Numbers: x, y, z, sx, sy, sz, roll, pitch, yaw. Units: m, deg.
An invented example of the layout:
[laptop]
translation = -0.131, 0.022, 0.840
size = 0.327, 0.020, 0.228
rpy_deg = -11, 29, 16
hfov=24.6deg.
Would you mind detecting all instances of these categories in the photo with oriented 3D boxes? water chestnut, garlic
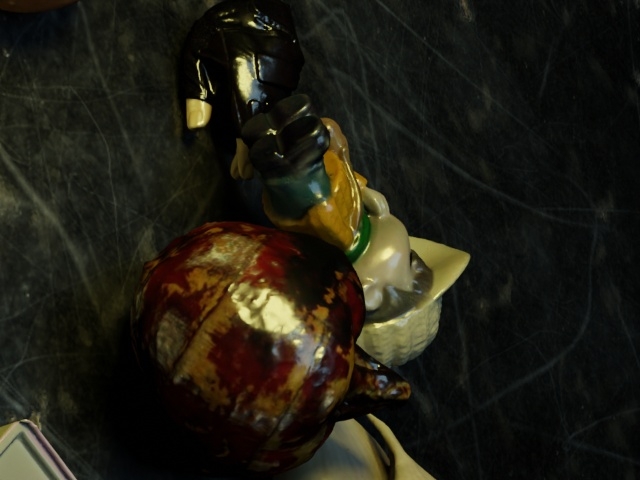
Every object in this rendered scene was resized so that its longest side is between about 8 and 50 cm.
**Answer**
[water chestnut]
translation = -0.059, 0.104, 1.452
size = 0.244, 0.289, 0.289
rpy_deg = -22, 94, -11
[garlic]
translation = 0.080, 0.306, 1.565
size = 0.246, 0.231, 0.340
rpy_deg = 5, 70, -62

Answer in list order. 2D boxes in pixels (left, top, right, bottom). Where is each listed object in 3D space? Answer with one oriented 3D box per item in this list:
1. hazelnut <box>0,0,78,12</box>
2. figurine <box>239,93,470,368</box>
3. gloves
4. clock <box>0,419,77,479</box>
[hazelnut]
translation = -0.284, -0.326, 1.423
size = 0.214, 0.176, 0.214
rpy_deg = 3, 82, -22
[figurine]
translation = 0.011, 0.007, 1.632
size = 0.332, 0.204, 0.185
rpy_deg = 42, 14, -29
[gloves]
translation = -0.083, -0.168, 1.663
size = 0.164, 0.124, 0.203
rpy_deg = -3, 70, -33
[clock]
translation = -0.263, 0.275, 1.291
size = 0.192, 0.071, 0.147
rpy_deg = 57, 41, -19
